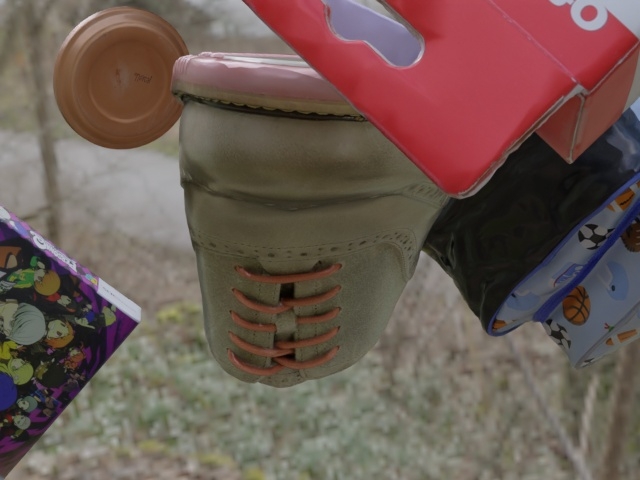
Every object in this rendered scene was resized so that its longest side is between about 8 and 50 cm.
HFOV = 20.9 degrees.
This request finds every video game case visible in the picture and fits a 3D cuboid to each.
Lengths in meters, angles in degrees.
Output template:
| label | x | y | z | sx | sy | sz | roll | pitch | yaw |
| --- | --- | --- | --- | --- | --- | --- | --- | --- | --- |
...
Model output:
| label | x | y | z | sx | sy | sz | roll | pitch | yaw |
| --- | --- | --- | --- | --- | --- | --- | --- | --- | --- |
| video game case | -0.312 | 0.089 | 1.546 | 0.232 | 0.210 | 0.042 | -48 | 17 | 11 |

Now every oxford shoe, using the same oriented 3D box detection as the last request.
| label | x | y | z | sx | sy | sz | roll | pitch | yaw |
| --- | --- | --- | --- | --- | --- | --- | --- | --- | --- |
| oxford shoe | 0.000 | 0.000 | 0.858 | 0.141 | 0.146 | 0.397 | 7 | -7 | 5 |

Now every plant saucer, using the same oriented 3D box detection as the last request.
| label | x | y | z | sx | sy | sz | roll | pitch | yaw |
| --- | --- | --- | --- | --- | --- | --- | --- | --- | --- |
| plant saucer | -0.113 | -0.093 | 1.005 | 0.083 | 0.083 | 0.013 | -18 | 23 | -20 |

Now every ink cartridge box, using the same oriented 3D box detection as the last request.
| label | x | y | z | sx | sy | sz | roll | pitch | yaw |
| --- | --- | --- | --- | --- | --- | --- | --- | --- | --- |
| ink cartridge box | 0.081 | -0.124 | 0.554 | 0.231 | 0.134 | 0.078 | -44 | -13 | -6 |

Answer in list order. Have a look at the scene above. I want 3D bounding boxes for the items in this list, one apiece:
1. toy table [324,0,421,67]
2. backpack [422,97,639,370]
| label | x | y | z | sx | sy | sz | roll | pitch | yaw |
| --- | --- | --- | --- | --- | --- | --- | --- | --- | --- |
| toy table | -0.021 | -0.223 | 1.057 | 0.274 | 0.160 | 0.252 | 23 | 7 | -14 |
| backpack | 0.223 | -0.057 | 1.214 | 0.263 | 0.213 | 0.276 | -36 | -7 | -37 |
